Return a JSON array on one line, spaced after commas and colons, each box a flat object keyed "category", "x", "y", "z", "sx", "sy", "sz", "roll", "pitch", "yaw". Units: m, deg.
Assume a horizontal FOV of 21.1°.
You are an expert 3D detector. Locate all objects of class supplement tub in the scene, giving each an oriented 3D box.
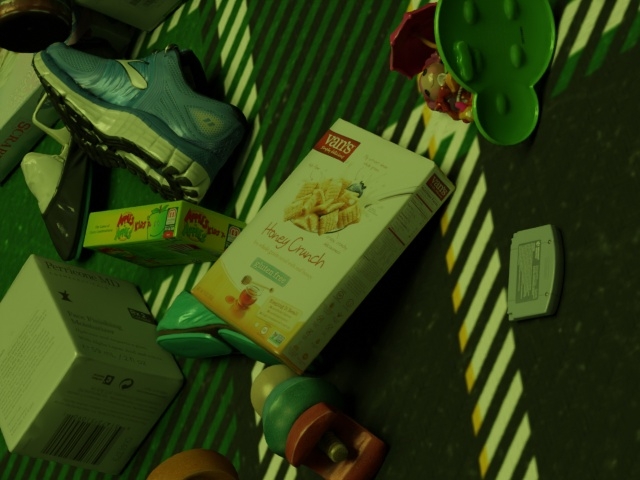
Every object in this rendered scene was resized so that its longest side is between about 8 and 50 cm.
[{"category": "supplement tub", "x": -0.363, "y": -0.336, "z": 2.116, "sx": 0.106, "sy": 0.106, "sz": 0.198, "roll": -31, "pitch": 57, "yaw": 39}]

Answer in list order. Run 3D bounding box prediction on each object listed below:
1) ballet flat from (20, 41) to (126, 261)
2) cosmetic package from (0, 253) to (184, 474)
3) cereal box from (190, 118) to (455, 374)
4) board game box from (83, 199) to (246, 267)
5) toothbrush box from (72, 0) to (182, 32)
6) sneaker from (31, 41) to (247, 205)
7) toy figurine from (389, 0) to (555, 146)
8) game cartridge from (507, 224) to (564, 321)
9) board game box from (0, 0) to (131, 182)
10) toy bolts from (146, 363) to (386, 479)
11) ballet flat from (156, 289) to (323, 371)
[{"category": "ballet flat", "x": -0.319, "y": -0.116, "z": 2.146, "sx": 0.095, "sy": 0.096, "sz": 0.280, "roll": 151, "pitch": 131, "yaw": -71}, {"category": "cosmetic package", "x": -0.278, "y": 0.140, "z": 1.948, "sx": 0.151, "sy": 0.151, "sz": 0.183, "roll": -54, "pitch": 42, "yaw": 20}, {"category": "cereal box", "x": 0.000, "y": 0.000, "z": 1.696, "sx": 0.240, "sy": 0.047, "sz": 0.173, "roll": -51, "pitch": 38, "yaw": -8}, {"category": "board game box", "x": -0.176, "y": -0.006, "z": 1.935, "sx": 0.181, "sy": 0.092, "sz": 0.043, "roll": -6, "pitch": 69, "yaw": 49}, {"category": "toothbrush box", "x": -0.212, "y": -0.438, "z": 2.135, "sx": 0.206, "sy": 0.122, "sz": 0.283, "roll": -37, "pitch": 50, "yaw": 37}, {"category": "sneaker", "x": -0.207, "y": -0.159, "z": 2.013, "sx": 0.330, "sy": 0.130, "sz": 0.147, "roll": 32, "pitch": 67, "yaw": 36}, {"category": "toy figurine", "x": 0.131, "y": -0.170, "z": 1.648, "sx": 0.159, "sy": 0.130, "sz": 0.173, "roll": -3, "pitch": 97, "yaw": 64}, {"category": "game cartridge", "x": 0.193, "y": 0.029, "z": 1.540, "sx": 0.056, "sy": 0.017, "sz": 0.083, "roll": -15, "pitch": 63, "yaw": 50}, {"category": "board game box", "x": -0.398, "y": -0.292, "z": 2.341, "sx": 0.319, "sy": 0.066, "sz": 0.318, "roll": -43, "pitch": 46, "yaw": 30}, {"category": "toy bolts", "x": -0.078, "y": 0.212, "z": 1.657, "sx": 0.228, "sy": 0.218, "sz": 0.158, "roll": -49, "pitch": 35, "yaw": -1}, {"category": "ballet flat", "x": -0.080, "y": 0.082, "z": 1.797, "sx": 0.247, "sy": 0.083, "sz": 0.087, "roll": 2, "pitch": 63, "yaw": 49}]
